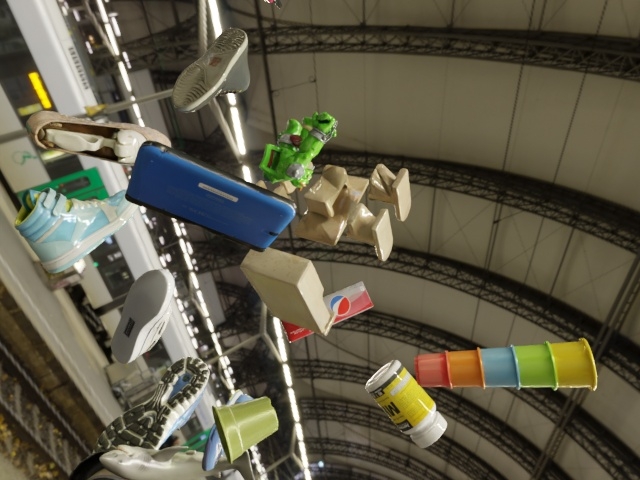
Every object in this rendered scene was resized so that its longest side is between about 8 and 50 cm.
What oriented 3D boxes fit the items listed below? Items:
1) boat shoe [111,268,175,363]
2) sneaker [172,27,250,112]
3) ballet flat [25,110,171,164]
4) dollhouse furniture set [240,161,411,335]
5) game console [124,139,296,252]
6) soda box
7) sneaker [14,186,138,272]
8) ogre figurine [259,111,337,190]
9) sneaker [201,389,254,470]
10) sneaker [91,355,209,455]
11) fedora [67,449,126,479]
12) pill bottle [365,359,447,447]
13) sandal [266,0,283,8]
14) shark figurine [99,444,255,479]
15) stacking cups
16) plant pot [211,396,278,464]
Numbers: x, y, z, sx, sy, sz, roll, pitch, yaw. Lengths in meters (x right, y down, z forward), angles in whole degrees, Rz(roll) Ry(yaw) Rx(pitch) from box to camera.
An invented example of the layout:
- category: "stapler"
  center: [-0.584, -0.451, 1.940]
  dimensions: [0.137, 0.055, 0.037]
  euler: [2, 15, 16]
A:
- category: "boat shoe"
  center: [-0.373, 0.157, 0.981]
  dimensions: [0.095, 0.084, 0.258]
  euler: [45, -65, 15]
- category: "sneaker"
  center: [-0.213, -0.325, 0.944]
  dimensions: [0.083, 0.222, 0.118]
  euler: [28, -20, 15]
- category: "ballet flat"
  center: [-0.513, -0.228, 1.068]
  dimensions: [0.106, 0.316, 0.107]
  euler: [44, -54, 53]
- category: "dollhouse furniture set"
  center: [0.000, 0.000, 1.165]
  dimensions: [0.362, 0.394, 0.256]
  euler: [15, -31, 25]
- category: "game console"
  center: [-0.214, -0.112, 0.908]
  dimensions: [0.250, 0.293, 0.173]
  euler: [-44, -149, 48]
- category: "soda box"
  center: [0.015, 0.211, 1.322]
  dimensions: [0.092, 0.263, 0.083]
  euler: [108, -41, -76]
- category: "sneaker"
  center: [-0.650, -0.088, 1.200]
  dimensions: [0.127, 0.319, 0.208]
  euler: [-2, -51, 38]
- category: "ogre figurine"
  center: [-0.049, -0.158, 0.800]
  dimensions: [0.197, 0.118, 0.097]
  euler: [17, -14, 44]
- category: "sneaker"
  center: [-0.144, 0.312, 0.737]
  dimensions: [0.059, 0.144, 0.053]
  euler: [22, -53, 8]
- category: "sneaker"
  center: [-0.390, 0.442, 1.083]
  dimensions: [0.130, 0.330, 0.147]
  euler: [34, -33, 19]
- category: "fedora"
  center: [-0.402, 0.581, 0.843]
  dimensions: [0.334, 0.334, 0.152]
  euler: [60, 15, 8]
- category: "pill bottle"
  center: [0.229, 0.435, 1.200]
  dimensions: [0.208, 0.119, 0.119]
  euler: [49, -27, 9]
- category: "sandal"
  center: [-0.112, -0.490, 0.876]
  dimensions: [0.067, 0.040, 0.179]
  euler: [50, 8, -1]
- category: "shark figurine"
  center: [-0.259, 0.448, 0.844]
  dimensions: [0.166, 0.278, 0.116]
  euler: [115, -20, -58]
- category: "stacking cups"
  center: [0.347, 0.253, 0.873]
  dimensions: [0.096, 0.316, 0.096]
  euler: [-10, 90, -73]
- category: "plant pot"
  center: [-0.106, 0.265, 0.651]
  dimensions: [0.083, 0.079, 0.083]
  euler: [42, -41, 51]
